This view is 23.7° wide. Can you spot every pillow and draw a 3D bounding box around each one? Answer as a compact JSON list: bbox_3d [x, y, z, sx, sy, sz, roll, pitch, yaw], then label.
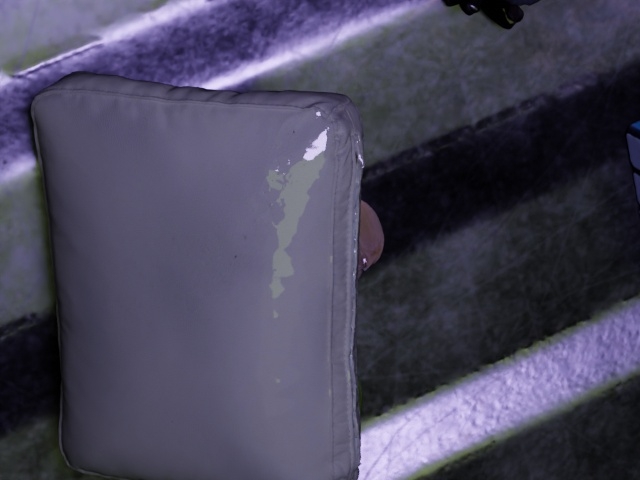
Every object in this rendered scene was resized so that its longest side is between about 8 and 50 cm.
[{"bbox_3d":[-0.089,0.041,1.128,0.255,0.120,0.322,8,111,20],"label":"pillow"}]

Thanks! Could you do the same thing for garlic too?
[{"bbox_3d":[0.001,0.005,1.208,0.113,0.094,0.074,-12,152,-20],"label":"garlic"}]

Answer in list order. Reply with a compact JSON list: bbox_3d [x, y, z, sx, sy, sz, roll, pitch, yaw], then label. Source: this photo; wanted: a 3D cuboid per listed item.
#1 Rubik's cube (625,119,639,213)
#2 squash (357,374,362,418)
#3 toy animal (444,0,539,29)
[{"bbox_3d":[0.366,-0.032,1.276,0.154,0.151,0.155,-20,114,-9],"label":"Rubik's cube"},{"bbox_3d":[-0.008,0.202,1.281,0.066,0.066,0.229,5,107,-20],"label":"squash"},{"bbox_3d":[0.159,-0.202,1.117,0.117,0.210,0.121,14,105,-7],"label":"toy animal"}]
